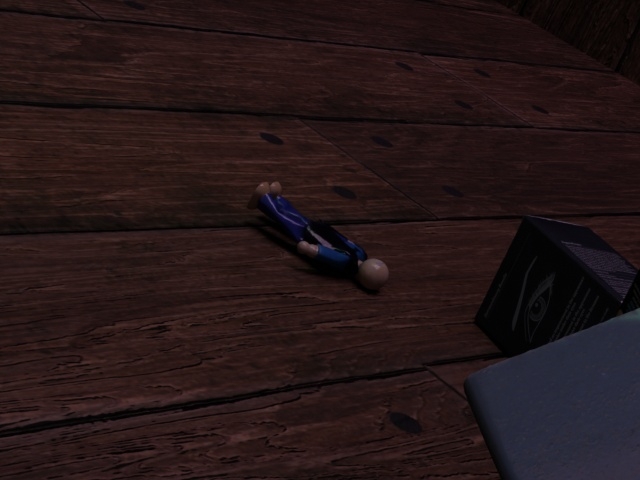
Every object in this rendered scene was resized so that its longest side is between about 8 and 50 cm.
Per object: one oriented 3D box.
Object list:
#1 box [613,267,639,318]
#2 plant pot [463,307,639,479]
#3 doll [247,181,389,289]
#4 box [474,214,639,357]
[{"bbox_3d":[0.326,0.168,1.428,0.169,0.290,0.087,21,20,-9],"label":"box"},{"bbox_3d":[0.287,0.228,1.232,0.252,0.247,0.248,-100,165,-49],"label":"plant pot"},{"bbox_3d":[0.000,0.000,1.833,0.189,0.046,0.129,36,14,15],"label":"doll"},{"bbox_3d":[0.296,0.087,1.783,0.108,0.153,0.207,9,26,-33],"label":"box"}]
